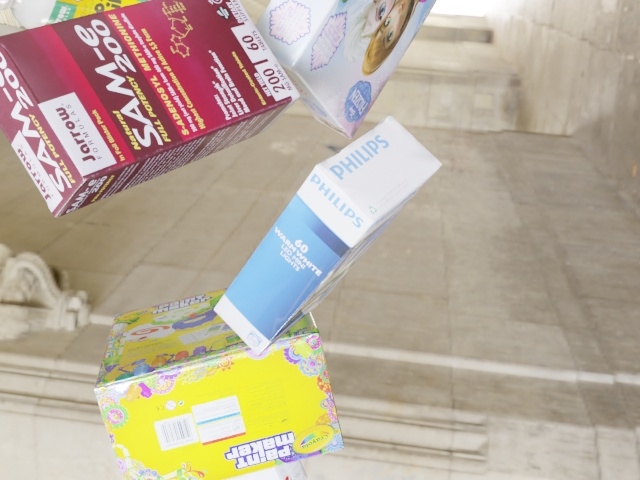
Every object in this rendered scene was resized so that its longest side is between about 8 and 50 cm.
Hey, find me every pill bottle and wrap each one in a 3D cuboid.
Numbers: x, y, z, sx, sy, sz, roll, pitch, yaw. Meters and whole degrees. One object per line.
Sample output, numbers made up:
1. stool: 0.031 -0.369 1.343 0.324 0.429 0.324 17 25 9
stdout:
1. pill bottle: -0.302 -0.305 1.007 0.118 0.208 0.117 -6 82 50

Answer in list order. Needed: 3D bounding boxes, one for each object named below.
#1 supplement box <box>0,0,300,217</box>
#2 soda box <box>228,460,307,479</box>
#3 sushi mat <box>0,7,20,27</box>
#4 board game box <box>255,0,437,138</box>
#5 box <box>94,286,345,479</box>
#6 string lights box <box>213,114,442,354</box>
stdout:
1. supplement box: -0.145 -0.127 0.701 0.239 0.130 0.073 -31 -2 -41
2. soda box: -0.134 0.392 1.390 0.069 0.216 0.073 -37 -72 -55
3. sushi mat: -0.449 -0.414 1.024 0.019 0.151 0.316 -46 -43 -40
4. board game box: 0.065 -0.303 0.994 0.318 0.066 0.319 -58 -15 2
5. box: -0.142 0.193 1.185 0.279 0.290 0.177 -117 14 -73
6. string lights box: 0.000 0.000 0.854 0.133 0.077 0.259 -38 -9 -43
